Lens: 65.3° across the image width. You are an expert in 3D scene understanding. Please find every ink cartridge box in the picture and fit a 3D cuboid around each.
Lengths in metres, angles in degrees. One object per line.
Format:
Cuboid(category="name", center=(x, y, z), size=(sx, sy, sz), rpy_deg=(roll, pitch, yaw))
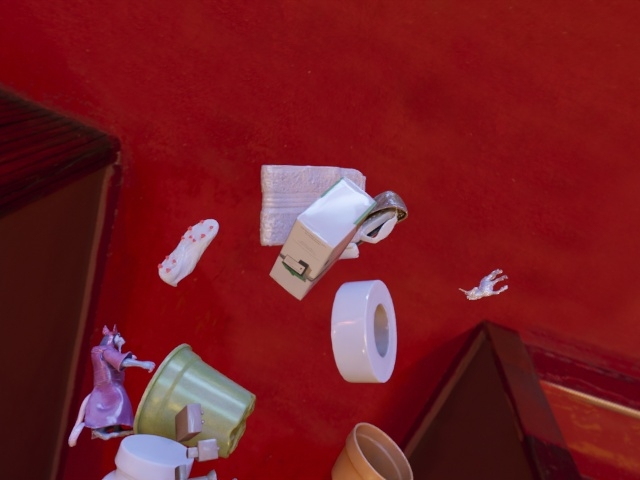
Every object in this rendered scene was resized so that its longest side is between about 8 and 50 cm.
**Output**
Cuboid(category="ink cartridge box", center=(0.000, 0.000, 1.006), size=(0.092, 0.160, 0.219), rpy_deg=(40, 143, 8))

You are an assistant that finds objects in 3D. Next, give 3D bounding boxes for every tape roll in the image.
Cuboid(category="tape roll", center=(0.129, 0.255, 1.405), size=(0.100, 0.286, 0.286), rpy_deg=(-7, 112, 23))

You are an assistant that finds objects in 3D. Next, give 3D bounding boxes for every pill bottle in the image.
Cuboid(category="pill bottle", center=(-0.428, 0.654, 1.138), size=(0.210, 0.210, 0.363), rpy_deg=(17, 83, -2))

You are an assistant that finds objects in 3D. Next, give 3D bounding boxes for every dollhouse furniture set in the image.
Cuboid(category="dollhouse furniture set", center=(-0.204, 0.399, 0.954), size=(0.123, 0.151, 0.144), rpy_deg=(3, 151, -27))

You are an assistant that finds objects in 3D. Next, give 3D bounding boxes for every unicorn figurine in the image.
Cuboid(category="unicorn figurine", center=(0.489, 0.135, 1.468), size=(0.111, 0.162, 0.060), rpy_deg=(-30, 80, 27))

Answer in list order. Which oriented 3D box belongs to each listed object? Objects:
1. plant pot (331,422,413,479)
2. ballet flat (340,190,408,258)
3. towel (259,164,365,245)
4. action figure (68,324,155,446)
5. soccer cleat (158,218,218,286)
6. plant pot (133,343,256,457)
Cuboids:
Cuboid(category="plant pot", center=(0.180, 0.883, 1.917), size=(0.291, 0.291, 0.203), rpy_deg=(36, 104, -9))
Cuboid(category="ballet flat", center=(0.108, -0.019, 1.427), size=(0.342, 0.124, 0.116), rpy_deg=(-30, 132, -11))
Cuboid(category="towel", center=(-0.012, -0.081, 1.178), size=(0.282, 0.049, 0.187), rpy_deg=(-3, 100, -32))
Cuboid(category="action figure", center=(-0.710, 0.465, 1.656), size=(0.248, 0.276, 0.370), rpy_deg=(-36, 64, 50))
Cuboid(category="soccer cleat", center=(-0.326, 0.028, 1.253), size=(0.068, 0.196, 0.076), rpy_deg=(28, 157, 28))
Cuboid(category="plant pot", center=(-0.330, 0.469, 1.395), size=(0.254, 0.276, 0.276), rpy_deg=(23, 113, 8))
